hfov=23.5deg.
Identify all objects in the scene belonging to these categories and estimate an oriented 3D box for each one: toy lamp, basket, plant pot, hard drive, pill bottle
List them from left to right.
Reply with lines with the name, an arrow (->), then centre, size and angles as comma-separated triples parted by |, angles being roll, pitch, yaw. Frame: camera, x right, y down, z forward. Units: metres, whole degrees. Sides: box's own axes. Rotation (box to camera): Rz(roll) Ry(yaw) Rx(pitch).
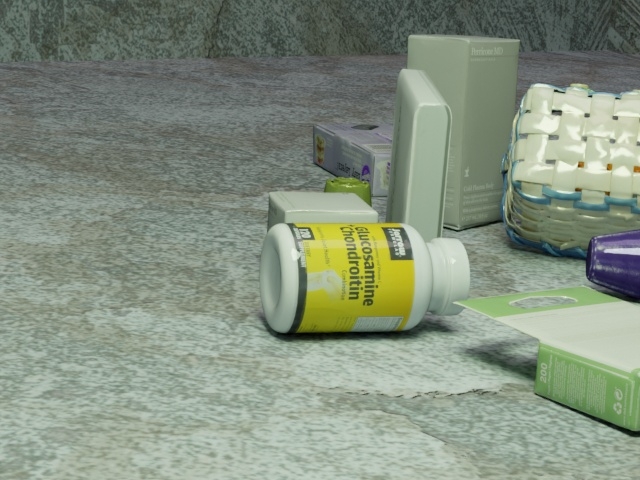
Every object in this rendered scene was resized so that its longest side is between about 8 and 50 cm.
plant pot -> 0.029, -0.030, 1.775 | 0.083, 0.079, 0.083 | 3, 12, -1
pill bottle -> 0.041, 0.035, 1.440 | 0.184, 0.103, 0.103 | -1, 14, -17
hard drive -> 0.104, -0.072, 1.698 | 0.040, 0.203, 0.307 | 4, 13, -2
basket -> 0.339, -0.069, 1.833 | 0.255, 0.201, 0.289 | 7, -21, 12
toy lamp -> 0.421, 0.033, 1.629 | 0.274, 0.080, 0.080 | 5, 13, 4

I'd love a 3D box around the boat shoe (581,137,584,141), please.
boat shoe -> 0.415, -0.135, 2.443 | 0.042, 0.049, 0.133 | -26, 24, -4

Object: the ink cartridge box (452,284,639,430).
ink cartridge box -> 0.250, 0.097, 1.340 | 0.171, 0.056, 0.235 | -5, 13, -35

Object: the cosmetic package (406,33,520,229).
cosmetic package -> 0.177, -0.144, 1.960 | 0.107, 0.238, 0.127 | 14, 17, 38

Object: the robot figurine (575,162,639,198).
robot figurine -> 0.496, -0.085, 2.147 | 0.291, 0.085, 0.211 | 0, 14, -17

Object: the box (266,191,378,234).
box -> 0.000, 0.000, 1.613 | 0.102, 0.087, 0.101 | 1, 13, -13

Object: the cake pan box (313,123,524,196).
cake pan box -> 0.144, -0.119, 2.232 | 0.245, 0.070, 0.267 | -3, 14, -20
